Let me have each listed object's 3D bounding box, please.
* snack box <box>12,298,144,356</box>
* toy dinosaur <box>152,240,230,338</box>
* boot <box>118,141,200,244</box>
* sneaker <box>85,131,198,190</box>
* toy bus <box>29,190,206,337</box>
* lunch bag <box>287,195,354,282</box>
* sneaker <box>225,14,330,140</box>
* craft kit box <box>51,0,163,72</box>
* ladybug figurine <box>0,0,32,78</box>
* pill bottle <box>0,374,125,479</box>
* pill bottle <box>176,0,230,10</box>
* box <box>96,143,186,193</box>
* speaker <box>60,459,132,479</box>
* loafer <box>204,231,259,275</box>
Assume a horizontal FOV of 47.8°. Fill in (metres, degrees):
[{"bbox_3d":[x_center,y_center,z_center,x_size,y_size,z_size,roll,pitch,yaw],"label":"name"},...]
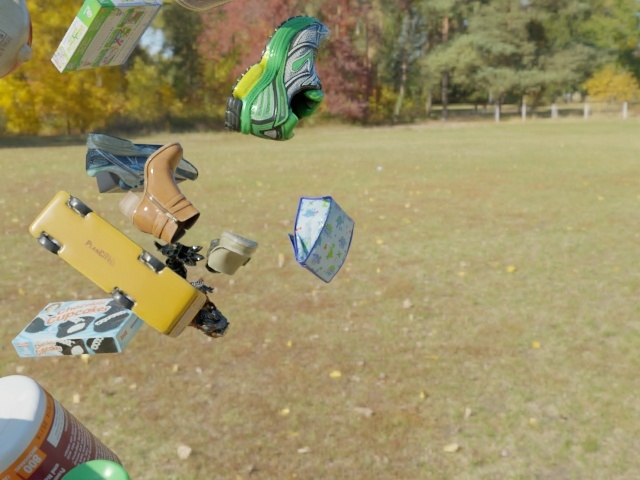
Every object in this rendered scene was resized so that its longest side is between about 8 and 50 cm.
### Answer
[{"bbox_3d":[-0.641,0.232,1.955,0.322,0.060,0.187,-6,27,18],"label":"snack box"},{"bbox_3d":[-0.360,0.119,1.687,0.322,0.164,0.218,13,-32,0],"label":"toy dinosaur"},{"bbox_3d":[-0.303,-0.095,1.480,0.152,0.197,0.073,31,-7,22],"label":"boot"},{"bbox_3d":[-0.450,-0.180,1.813,0.283,0.122,0.110,14,5,-21],"label":"sneaker"},{"bbox_3d":[-0.385,0.045,1.383,0.333,0.108,0.130,35,-8,7],"label":"toy bus"},{"bbox_3d":[0.000,0.000,1.521,0.096,0.151,0.129,-2,-24,30],"label":"lunch bag"},{"bbox_3d":[-0.052,-0.303,1.389,0.146,0.134,0.343,23,54,5],"label":"sneaker"},{"bbox_3d":[-0.592,-0.580,2.013,0.250,0.061,0.247,-42,-3,33],"label":"craft kit box"},{"bbox_3d":[-0.816,-0.500,1.605,0.449,0.305,0.162,33,-1,9],"label":"ladybug figurine"},{"bbox_3d":[-0.512,0.456,1.374,0.224,0.392,0.224,-18,38,15],"label":"pill bottle"},{"bbox_3d":[-0.202,-0.539,1.408,0.153,0.153,0.265,-7,13,-27],"label":"pill bottle"},{"bbox_3d":[-0.513,-0.204,2.060,0.153,0.108,0.207,-15,-6,43],"label":"box"},{"bbox_3d":[-0.344,0.496,1.163,0.131,0.296,0.131,1,32,0],"label":"speaker"},{"bbox_3d":[-0.234,0.041,1.869,0.102,0.092,0.268,21,-14,-16],"label":"loafer"}]
